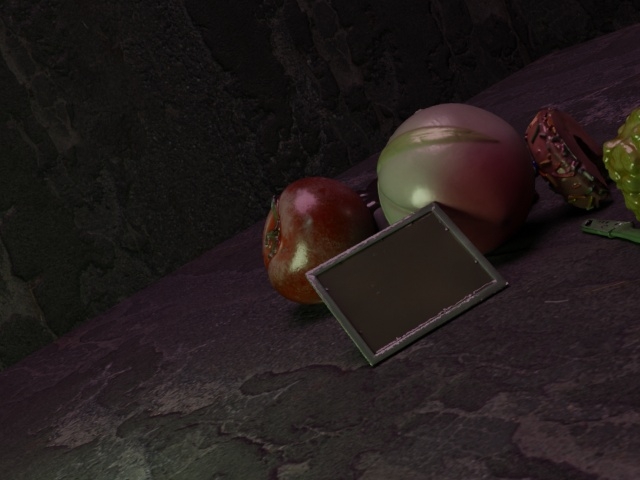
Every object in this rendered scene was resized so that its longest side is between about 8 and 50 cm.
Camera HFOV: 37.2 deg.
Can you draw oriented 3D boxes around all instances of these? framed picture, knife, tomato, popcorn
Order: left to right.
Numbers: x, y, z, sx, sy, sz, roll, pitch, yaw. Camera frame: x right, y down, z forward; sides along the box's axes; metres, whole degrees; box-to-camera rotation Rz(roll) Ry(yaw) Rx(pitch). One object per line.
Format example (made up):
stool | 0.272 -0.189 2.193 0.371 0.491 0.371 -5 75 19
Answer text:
tomato | 0.000 0.000 1.985 0.227 0.270 0.270 8 2 -15
framed picture | 0.141 0.067 1.576 0.274 0.217 0.017 -28 -33 -13
knife | 0.485 -0.016 1.508 0.043 0.020 0.293 -30 10 -7
popcorn | 0.542 -0.123 1.418 0.217 0.181 0.235 -30 -23 30

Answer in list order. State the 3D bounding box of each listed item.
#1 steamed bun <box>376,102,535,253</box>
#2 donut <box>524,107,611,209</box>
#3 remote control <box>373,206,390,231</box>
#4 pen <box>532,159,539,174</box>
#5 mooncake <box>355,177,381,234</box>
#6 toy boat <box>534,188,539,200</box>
steamed bun | 0.265 -0.095 1.757 0.309 0.309 0.309 -26 10 5
donut | 0.465 -0.157 1.793 0.085 0.199 0.233 -42 0 28
remote control | 0.261 -0.089 1.963 0.313 0.109 0.055 -26 -32 11
pen | 0.440 -0.128 2.145 0.033 0.033 0.269 -15 16 49
mooncake | 0.192 -0.073 2.165 0.306 0.154 0.306 -27 12 6
toy boat | 0.371 -0.077 1.979 0.173 0.059 0.069 -27 10 -3
